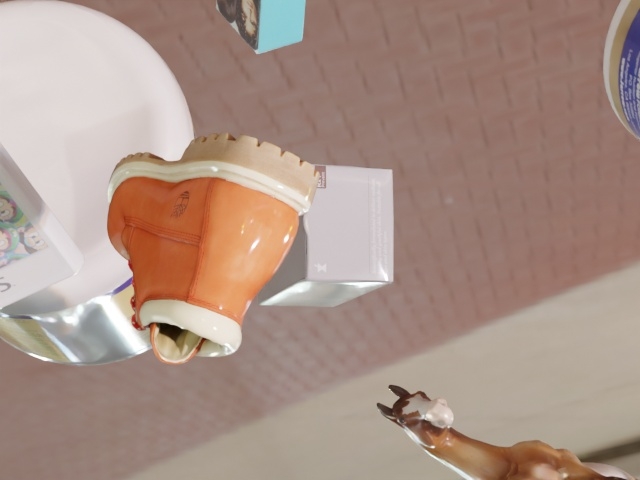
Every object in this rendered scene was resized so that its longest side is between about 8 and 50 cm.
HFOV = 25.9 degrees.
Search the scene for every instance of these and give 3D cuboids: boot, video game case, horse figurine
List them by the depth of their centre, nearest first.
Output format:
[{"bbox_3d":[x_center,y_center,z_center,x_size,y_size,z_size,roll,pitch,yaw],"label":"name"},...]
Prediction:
[{"bbox_3d":[-0.061,0.009,0.573,0.059,0.084,0.158,23,167,-21],"label":"boot"},{"bbox_3d":[-0.225,-0.020,0.732,0.143,0.019,0.157,-23,114,22],"label":"video game case"},{"bbox_3d":[0.176,0.156,0.797,0.263,0.066,0.174,22,169,-24],"label":"horse figurine"}]

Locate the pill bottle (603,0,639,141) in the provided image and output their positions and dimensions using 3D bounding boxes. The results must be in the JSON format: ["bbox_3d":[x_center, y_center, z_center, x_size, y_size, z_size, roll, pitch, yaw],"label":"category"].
[{"bbox_3d":[0.287,-0.072,0.797,0.153,0.264,0.153,-9,120,-16],"label":"pill bottle"}]

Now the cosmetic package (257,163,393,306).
[{"bbox_3d":[0.000,0.000,1.518,0.107,0.127,0.238,3,172,-17],"label":"cosmetic package"}]

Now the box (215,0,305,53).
[{"bbox_3d":[-0.061,-0.328,1.474,0.060,0.100,0.244,-21,140,-25],"label":"box"}]

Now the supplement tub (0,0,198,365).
[{"bbox_3d":[-0.206,-0.029,1.142,0.241,0.241,0.331,-11,165,-2],"label":"supplement tub"}]
